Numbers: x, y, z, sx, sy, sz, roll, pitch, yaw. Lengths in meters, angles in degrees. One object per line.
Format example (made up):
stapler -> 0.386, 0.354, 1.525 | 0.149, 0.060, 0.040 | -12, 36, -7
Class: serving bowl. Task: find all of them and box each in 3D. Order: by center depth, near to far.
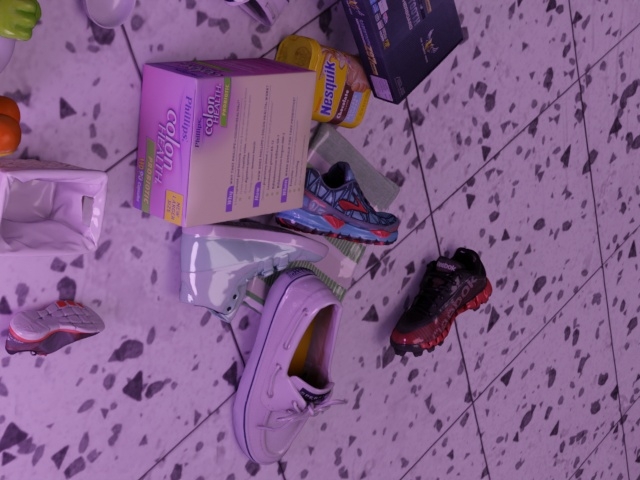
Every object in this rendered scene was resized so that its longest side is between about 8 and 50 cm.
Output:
serving bowl -> -0.284, -0.324, 1.702 | 0.083, 0.027, 0.083 | -23, 123, -42

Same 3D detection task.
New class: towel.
towel -> 0.000, 0.000, 2.157 | 0.248, 0.038, 0.325 | 38, 77, -48

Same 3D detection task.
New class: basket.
basket -> -0.374, -0.047, 1.659 | 0.167, 0.103, 0.113 | -2, 107, -49

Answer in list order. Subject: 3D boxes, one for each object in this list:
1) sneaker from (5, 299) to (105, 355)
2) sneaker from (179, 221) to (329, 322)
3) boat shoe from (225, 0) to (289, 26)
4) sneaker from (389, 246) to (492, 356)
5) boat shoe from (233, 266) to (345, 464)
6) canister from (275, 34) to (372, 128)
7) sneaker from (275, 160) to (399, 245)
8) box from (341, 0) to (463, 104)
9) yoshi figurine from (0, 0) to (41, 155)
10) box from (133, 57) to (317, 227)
sneaker -> -0.373, 0.127, 1.785 | 0.158, 0.061, 0.065 | -2, 134, -48
sneaker -> -0.109, 0.051, 1.992 | 0.256, 0.094, 0.151 | 5, 97, -33
boat shoe -> -0.114, -0.370, 1.832 | 0.226, 0.083, 0.075 | 24, 86, -51
sneaker -> 0.219, 0.107, 2.404 | 0.276, 0.098, 0.135 | -37, 131, -36
boat shoe -> -0.030, 0.236, 2.095 | 0.136, 0.156, 0.367 | -4, 119, -40
canister -> 0.004, -0.247, 2.030 | 0.170, 0.073, 0.126 | 6, 101, -51
sneaker -> 0.046, -0.062, 2.083 | 0.262, 0.104, 0.125 | 10, 94, -49
box -> 0.130, -0.359, 2.023 | 0.183, 0.059, 0.232 | -46, 138, -25
yoshi figurine -> -0.376, -0.292, 1.502 | 0.203, 0.204, 0.362 | -29, 125, -58
box -> -0.138, -0.148, 1.875 | 0.243, 0.117, 0.213 | -12, 115, -47
